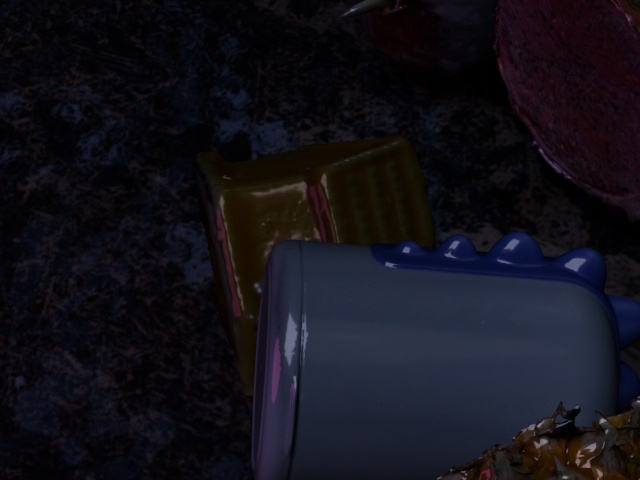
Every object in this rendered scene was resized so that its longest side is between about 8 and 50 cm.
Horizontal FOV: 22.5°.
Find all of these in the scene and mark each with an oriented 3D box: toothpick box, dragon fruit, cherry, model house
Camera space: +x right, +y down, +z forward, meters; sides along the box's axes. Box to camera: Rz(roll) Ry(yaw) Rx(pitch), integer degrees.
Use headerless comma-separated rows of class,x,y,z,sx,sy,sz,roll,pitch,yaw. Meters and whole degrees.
toothpick box,0.122,0.114,1.473,0.355,0.263,0.263,4,59,-5
dragon fruit,0.354,-0.200,1.637,0.263,0.314,0.296,-31,34,-23
cherry,0.138,-0.309,1.753,0.218,0.255,0.296,20,52,41
model house,0.002,0.010,1.675,0.239,0.173,0.268,-12,87,-6

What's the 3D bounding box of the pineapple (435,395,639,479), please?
pineapple,0.216,0.322,1.294,0.352,0.352,0.300,-31,57,-3
